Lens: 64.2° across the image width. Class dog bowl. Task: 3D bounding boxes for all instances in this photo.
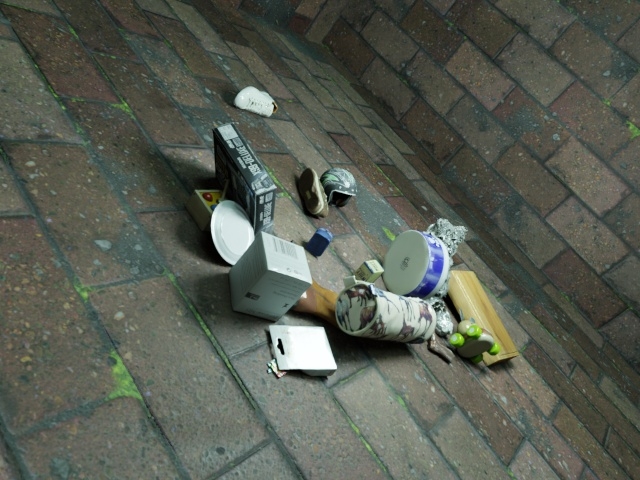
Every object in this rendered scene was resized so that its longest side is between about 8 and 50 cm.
[{"bbox_3d":[0.363,0.097,1.975,0.104,0.265,0.265,18,36,-31],"label":"dog bowl"}]

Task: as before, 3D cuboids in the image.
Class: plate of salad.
[{"bbox_3d":[-0.270,-0.022,1.547,0.200,0.048,0.200,27,58,-54],"label":"plate of salad"}]

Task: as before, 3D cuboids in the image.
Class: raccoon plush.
[{"bbox_3d":[0.518,0.127,2.083,0.216,0.299,0.446,8,43,-45],"label":"raccoon plush"}]

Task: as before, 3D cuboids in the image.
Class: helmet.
[{"bbox_3d":[0.072,-0.230,2.185,0.169,0.161,0.169,29,31,-20],"label":"helmet"}]

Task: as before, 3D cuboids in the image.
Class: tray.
[{"bbox_3d":[0.683,0.322,2.186,0.203,0.076,0.411,5,54,-47],"label":"tray"}]

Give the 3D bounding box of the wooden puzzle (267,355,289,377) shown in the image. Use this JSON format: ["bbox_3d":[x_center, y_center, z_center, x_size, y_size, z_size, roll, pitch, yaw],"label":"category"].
[{"bbox_3d":[-0.110,0.335,1.349,0.049,0.006,0.083,49,30,14],"label":"wooden puzzle"}]

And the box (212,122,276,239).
[{"bbox_3d":[-0.252,-0.192,1.668,0.076,0.242,0.307,-23,63,-23],"label":"box"}]

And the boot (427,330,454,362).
[{"bbox_3d":[0.452,0.392,1.909,0.114,0.037,0.106,31,43,-11],"label":"boot"}]

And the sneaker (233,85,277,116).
[{"bbox_3d":[-0.288,-0.640,2.378,0.123,0.106,0.290,43,27,9],"label":"sneaker"}]

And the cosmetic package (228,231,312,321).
[{"bbox_3d":[-0.145,0.105,1.440,0.151,0.183,0.151,21,34,-32],"label":"cosmetic package"}]

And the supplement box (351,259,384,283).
[{"bbox_3d":[0.179,0.122,1.908,0.083,0.083,0.056,-4,51,-51],"label":"supplement box"}]

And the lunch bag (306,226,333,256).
[{"bbox_3d":[0.000,0.000,1.848,0.067,0.098,0.065,34,26,-2],"label":"lunch bag"}]

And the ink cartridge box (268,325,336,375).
[{"bbox_3d":[-0.055,0.310,1.430,0.179,0.045,0.145,6,43,-27],"label":"ink cartridge box"}]

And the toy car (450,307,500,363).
[{"bbox_3d":[0.595,0.355,2.005,0.155,0.149,0.188,40,32,-25],"label":"toy car"}]

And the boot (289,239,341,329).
[{"bbox_3d":[-0.005,0.145,1.647,0.280,0.096,0.264,26,32,-26],"label":"boot"}]

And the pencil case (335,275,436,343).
[{"bbox_3d":[0.223,0.237,1.669,0.410,0.160,0.183,21,64,-48],"label":"pencil case"}]

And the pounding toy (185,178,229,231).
[{"bbox_3d":[-0.330,-0.114,1.608,0.141,0.100,0.130,-9,56,-54],"label":"pounding toy"}]

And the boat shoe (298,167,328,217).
[{"bbox_3d":[-0.024,-0.189,2.108,0.095,0.095,0.257,35,32,-40],"label":"boat shoe"}]
